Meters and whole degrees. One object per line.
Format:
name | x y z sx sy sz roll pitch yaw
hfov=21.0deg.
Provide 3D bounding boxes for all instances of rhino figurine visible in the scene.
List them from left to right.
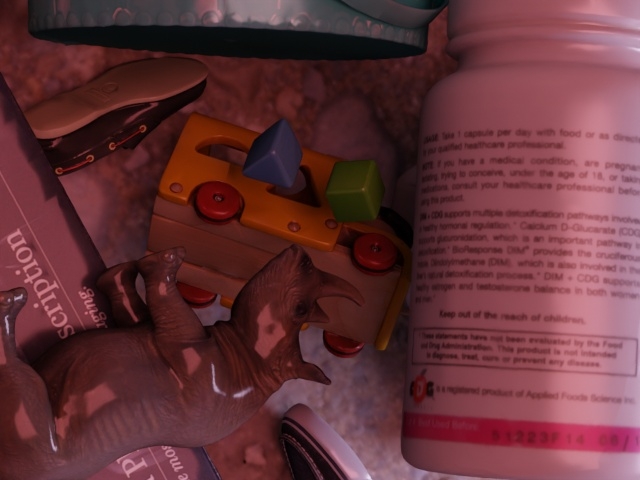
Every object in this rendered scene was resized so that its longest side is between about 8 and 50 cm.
rhino figurine | -0.086 0.061 0.914 0.243 0.073 0.106 -14 90 -23

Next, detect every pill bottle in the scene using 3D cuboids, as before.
pill bottle | 0.131 -0.010 0.963 0.160 0.160 0.283 5 85 -20

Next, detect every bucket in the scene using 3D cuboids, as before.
bucket | -0.049 -0.206 1.023 0.281 0.281 0.183 1 93 -21

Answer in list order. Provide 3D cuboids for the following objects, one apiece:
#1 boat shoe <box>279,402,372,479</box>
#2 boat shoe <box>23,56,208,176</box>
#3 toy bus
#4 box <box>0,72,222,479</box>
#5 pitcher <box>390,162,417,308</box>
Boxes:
boat shoe | 0.004 0.203 1.135 0.083 0.065 0.183 -32 101 -19
boat shoe | -0.130 -0.081 1.105 0.133 0.049 0.042 -27 131 -28
toy bus | -0.010 -0.007 1.085 0.202 0.191 0.104 52 40 -32
box | -0.258 0.116 0.979 0.312 0.179 0.343 -31 99 -18
pitcher | 0.140 0.030 1.172 0.178 0.125 0.207 -35 111 -39
